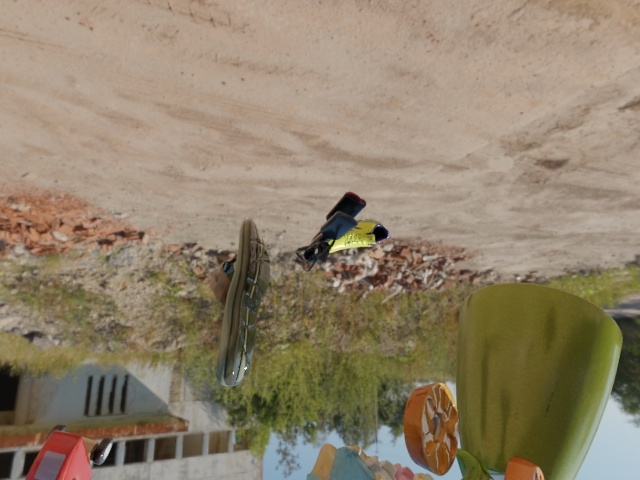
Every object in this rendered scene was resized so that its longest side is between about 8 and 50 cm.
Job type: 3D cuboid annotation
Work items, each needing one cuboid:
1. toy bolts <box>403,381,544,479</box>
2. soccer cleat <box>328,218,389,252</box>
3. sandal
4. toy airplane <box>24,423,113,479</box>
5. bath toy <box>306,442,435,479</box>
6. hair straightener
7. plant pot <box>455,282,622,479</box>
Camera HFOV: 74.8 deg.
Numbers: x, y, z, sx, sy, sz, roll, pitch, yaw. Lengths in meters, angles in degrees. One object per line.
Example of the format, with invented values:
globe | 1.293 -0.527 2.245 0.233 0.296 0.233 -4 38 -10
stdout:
toy bolts | 0.177 0.283 0.435 0.158 0.218 0.228 -11 -164 39
soccer cleat | 0.126 -0.014 1.464 0.289 0.093 0.121 -17 -147 -41
sandal | -0.151 0.091 0.723 0.086 0.303 0.120 0 148 12
toy airplane | -0.617 0.646 0.917 0.386 0.384 0.272 -26 -170 5
bath toy | 0.125 0.502 0.835 0.348 0.129 0.151 40 180 -36
hair straightener | 0.000 0.000 0.736 0.047 0.089 0.230 32 150 -13
plant pot | 0.346 0.271 0.717 0.275 0.293 0.275 20 145 15
